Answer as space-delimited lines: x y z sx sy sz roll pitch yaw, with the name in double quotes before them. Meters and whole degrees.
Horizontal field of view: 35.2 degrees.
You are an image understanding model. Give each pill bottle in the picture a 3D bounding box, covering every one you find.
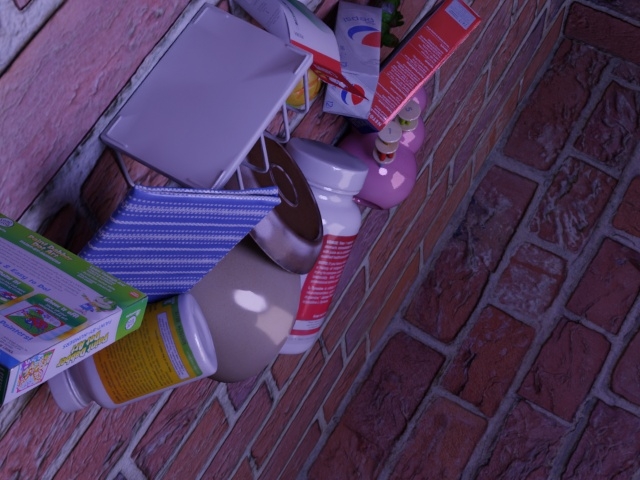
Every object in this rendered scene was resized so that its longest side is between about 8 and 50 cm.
"pill bottle" -0.054 0.008 2.064 0.229 0.229 0.408 -22 136 -66
"pill bottle" -0.298 0.184 1.586 0.245 0.136 0.136 -19 158 1

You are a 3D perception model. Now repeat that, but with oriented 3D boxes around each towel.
"towel" -0.238 0.009 1.463 0.243 0.040 0.336 -1 152 -40

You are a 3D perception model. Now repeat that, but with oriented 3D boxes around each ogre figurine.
"ogre figurine" 0.120 -0.440 2.160 0.197 0.097 0.118 -45 -176 14

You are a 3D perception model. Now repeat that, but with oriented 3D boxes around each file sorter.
"file sorter" -0.161 -0.176 1.544 0.278 0.192 0.173 -57 165 -21

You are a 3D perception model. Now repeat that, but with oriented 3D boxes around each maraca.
"maraca" -0.053 -0.310 1.824 0.185 0.099 0.127 23 82 -62

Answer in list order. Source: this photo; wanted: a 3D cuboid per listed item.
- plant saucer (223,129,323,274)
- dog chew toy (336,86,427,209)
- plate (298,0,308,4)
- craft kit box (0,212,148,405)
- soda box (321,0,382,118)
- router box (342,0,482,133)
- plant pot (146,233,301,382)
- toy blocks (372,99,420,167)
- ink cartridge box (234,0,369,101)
"plant saucer" -0.080 -0.088 1.763 0.050 0.311 0.310 -29 172 18
"dog chew toy" 0.154 -0.244 2.379 0.206 0.206 0.332 37 72 -73
"plate" 0.014 -0.546 1.761 0.278 0.045 0.277 -49 157 -41
"craft kit box" -0.373 0.066 1.170 0.246 0.249 0.061 -33 146 -57
"soda box" 0.063 -0.350 1.926 0.286 0.091 0.098 -83 -175 -52
"router box" 0.177 -0.362 2.123 0.301 0.082 0.335 -48 -174 2
"plant pot" -0.201 0.089 1.753 0.191 0.284 0.284 26 91 -44
"toy blocks" 0.164 -0.227 2.210 0.123 0.054 0.148 -49 168 -20
"ink cartridge box" -0.016 -0.328 1.644 0.056 0.224 0.181 -53 157 15
